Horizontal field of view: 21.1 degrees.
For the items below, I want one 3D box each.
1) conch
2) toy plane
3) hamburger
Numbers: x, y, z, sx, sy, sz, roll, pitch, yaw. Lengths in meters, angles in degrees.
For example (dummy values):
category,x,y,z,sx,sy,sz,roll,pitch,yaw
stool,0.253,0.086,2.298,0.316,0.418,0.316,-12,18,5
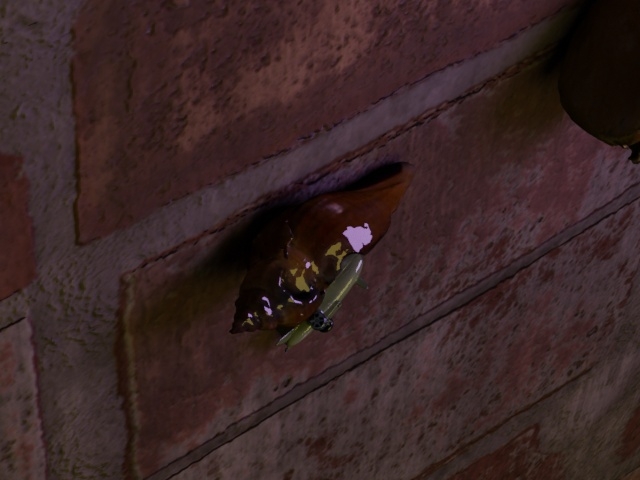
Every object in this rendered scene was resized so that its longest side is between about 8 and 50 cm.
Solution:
category,x,y,z,sx,sy,sz,roll,pitch,yaw
conch,-0.003,-0.002,1.423,0.080,0.086,0.232,48,71,-21
toy plane,0.001,0.057,1.533,0.111,0.040,0.102,-44,169,2
hamburger,0.304,-0.161,1.527,0.131,0.159,0.185,4,116,-35
